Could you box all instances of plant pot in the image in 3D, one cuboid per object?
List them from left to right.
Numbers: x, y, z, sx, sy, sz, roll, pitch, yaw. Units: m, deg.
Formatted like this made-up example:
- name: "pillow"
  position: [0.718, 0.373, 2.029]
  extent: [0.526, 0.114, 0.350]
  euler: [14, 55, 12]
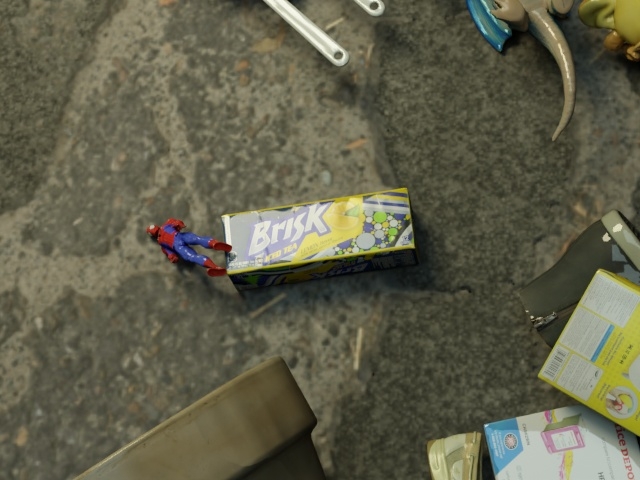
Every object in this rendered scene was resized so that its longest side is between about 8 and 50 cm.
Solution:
- name: "plant pot"
  position: [-0.094, 0.291, 1.235]
  extent: [0.323, 0.323, 0.280]
  euler: [-32, 85, -4]

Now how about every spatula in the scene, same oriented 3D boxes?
- name: "spatula"
  position: [-0.017, -0.281, 1.506]
  extent: [0.168, 0.019, 0.242]
  euler: [-44, 69, -9]

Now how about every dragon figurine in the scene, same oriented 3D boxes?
- name: "dragon figurine"
  position: [0.178, -0.230, 1.475]
  extent: [0.085, 0.144, 0.289]
  euler: [-27, 86, 0]

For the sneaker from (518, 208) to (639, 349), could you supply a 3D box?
- name: "sneaker"
  position: [0.273, 0.094, 1.361]
  extent: [0.118, 0.083, 0.222]
  euler: [-40, 77, 15]

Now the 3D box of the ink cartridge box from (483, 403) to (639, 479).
- name: "ink cartridge box"
  position: [0.204, 0.185, 1.340]
  extent: [0.122, 0.052, 0.088]
  euler: [-13, 69, 2]

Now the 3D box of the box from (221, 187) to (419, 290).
- name: "box"
  position: [0.000, 0.000, 1.437]
  extent: [0.169, 0.054, 0.059]
  euler: [-8, 70, 5]

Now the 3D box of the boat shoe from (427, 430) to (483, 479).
- name: "boat shoe"
  position: [0.126, 0.233, 1.334]
  extent: [0.048, 0.056, 0.153]
  euler: [-15, 61, 8]

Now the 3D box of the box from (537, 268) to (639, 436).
- name: "box"
  position: [0.278, 0.110, 1.292]
  extent: [0.179, 0.043, 0.105]
  euler: [31, 97, 19]

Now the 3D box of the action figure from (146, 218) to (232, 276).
- name: "action figure"
  position: [-0.122, 0.003, 1.445]
  extent: [0.115, 0.030, 0.038]
  euler: [21, 104, 53]

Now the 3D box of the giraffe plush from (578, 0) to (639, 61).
- name: "giraffe plush"
  position: [0.331, -0.227, 1.422]
  extent: [0.210, 0.170, 0.181]
  euler: [-24, 64, -41]
